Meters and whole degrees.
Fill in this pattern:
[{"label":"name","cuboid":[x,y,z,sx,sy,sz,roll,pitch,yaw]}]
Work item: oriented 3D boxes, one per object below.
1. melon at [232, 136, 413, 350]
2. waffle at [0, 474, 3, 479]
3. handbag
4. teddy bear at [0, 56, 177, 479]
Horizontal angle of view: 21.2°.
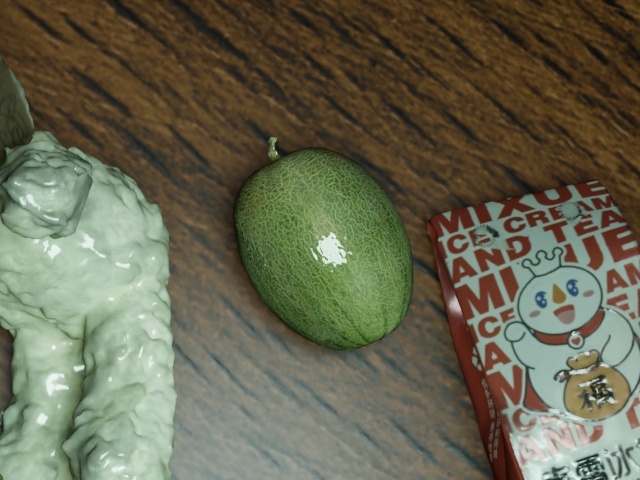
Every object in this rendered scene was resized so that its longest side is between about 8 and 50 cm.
[{"label":"melon","cuboid":[0.000,0.000,1.425,0.139,0.139,0.192,-29,89,-12]},{"label":"waffle","cuboid":[-0.375,0.191,1.264,0.283,0.065,0.309,43,93,-3]},{"label":"handbag","cuboid":[0.200,0.098,1.430,0.171,0.151,0.298,-18,79,-5]},{"label":"teddy bear","cuboid":[-0.299,0.008,1.294,0.362,0.327,0.375,25,59,-38]}]
